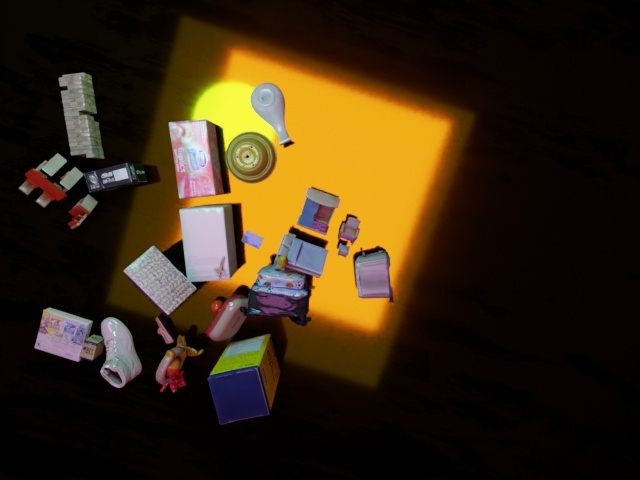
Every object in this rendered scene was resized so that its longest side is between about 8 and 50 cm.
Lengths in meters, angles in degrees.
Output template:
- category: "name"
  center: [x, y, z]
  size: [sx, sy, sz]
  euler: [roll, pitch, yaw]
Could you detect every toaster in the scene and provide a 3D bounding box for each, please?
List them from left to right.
- category: "toaster"
  center: [0.223, 0.156, 1.793]
  size: [0.146, 0.129, 0.227]
  euler: [-5, 100, 6]

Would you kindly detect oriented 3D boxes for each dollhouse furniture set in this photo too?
- category: "dollhouse furniture set"
  center: [-1.045, -0.184, 1.708]
  size: [0.262, 0.135, 0.259]
  euler: [-16, 130, 37]
- category: "dollhouse furniture set"
  center: [0.000, 0.000, 1.661]
  size: [0.286, 0.198, 0.303]
  euler: [20, 54, -2]

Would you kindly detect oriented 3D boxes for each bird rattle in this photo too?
- category: "bird rattle"
  center: [-0.637, 0.535, 1.836]
  size: [0.143, 0.207, 0.253]
  euler: [32, 88, 15]

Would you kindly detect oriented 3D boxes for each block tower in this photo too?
- category: "block tower"
  center: [-0.969, -0.500, 1.739]
  size: [0.097, 0.091, 0.335]
  euler: [-6, 98, 3]

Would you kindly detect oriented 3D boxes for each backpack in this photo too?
- category: "backpack"
  center: [-0.163, 0.207, 1.740]
  size: [0.277, 0.263, 0.213]
  euler: [11, 93, -3]

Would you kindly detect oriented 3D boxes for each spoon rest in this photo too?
- category: "spoon rest"
  center: [-0.191, -0.510, 1.739]
  size: [0.137, 0.084, 0.276]
  euler: [-23, 84, 3]

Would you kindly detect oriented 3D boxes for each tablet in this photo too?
- category: "tablet"
  center: [-0.291, -0.003, 1.839]
  size: [0.083, 0.006, 0.054]
  euler: [26, 98, -2]

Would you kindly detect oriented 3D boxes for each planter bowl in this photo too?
- category: "planter bowl"
  center: [-0.291, -0.340, 1.749]
  size: [0.217, 0.090, 0.217]
  euler: [0, 98, 2]

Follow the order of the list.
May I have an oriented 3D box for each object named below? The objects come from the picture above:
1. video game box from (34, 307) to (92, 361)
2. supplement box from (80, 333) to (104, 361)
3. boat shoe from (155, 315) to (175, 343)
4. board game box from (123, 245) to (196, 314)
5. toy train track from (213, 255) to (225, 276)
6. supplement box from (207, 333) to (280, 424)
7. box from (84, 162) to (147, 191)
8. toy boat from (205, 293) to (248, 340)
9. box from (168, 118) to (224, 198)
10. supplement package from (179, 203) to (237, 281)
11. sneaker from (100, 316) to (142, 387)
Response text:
- category: "video game box"
  center: [-1.136, 0.416, 1.896]
  size: [0.205, 0.048, 0.187]
  euler: [19, 100, -2]
- category: "supplement box"
  center: [-0.998, 0.470, 1.882]
  size: [0.056, 0.083, 0.083]
  euler: [17, 97, -2]
- category: "boat shoe"
  center: [-0.691, 0.396, 1.883]
  size: [0.045, 0.050, 0.135]
  euler: [-29, 97, 0]
- category: "board game box"
  center: [-0.638, 0.174, 1.715]
  size: [0.232, 0.291, 0.141]
  euler: [46, 67, -5]
- category: "toy train track"
  center: [-0.388, 0.101, 1.678]
  size: [0.048, 0.014, 0.083]
  euler: [15, 92, 3]
- category: "supplement box"
  center: [-0.296, 0.548, 1.741]
  size: [0.194, 0.356, 0.195]
  euler: [-12, 98, 3]
- category: "box"
  center: [-0.827, -0.256, 1.743]
  size: [0.180, 0.147, 0.077]
  euler: [-13, 98, 4]
- category: "toy boat"
  center: [-0.415, 0.313, 1.837]
  size: [0.151, 0.151, 0.231]
  euler: [37, 98, 27]
- category: "box"
  center: [-0.494, -0.324, 1.728]
  size: [0.154, 0.142, 0.300]
  euler: [-5, 98, 1]
- category: "supplement package"
  center: [-0.451, 0.005, 1.757]
  size: [0.178, 0.175, 0.293]
  euler: [-3, 99, 1]
- category: "sneaker"
  center: [-0.882, 0.482, 1.841]
  size: [0.108, 0.169, 0.292]
  euler: [-24, 96, 6]
